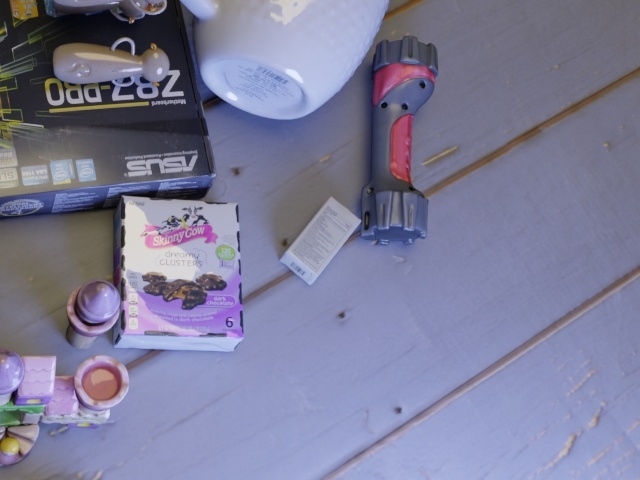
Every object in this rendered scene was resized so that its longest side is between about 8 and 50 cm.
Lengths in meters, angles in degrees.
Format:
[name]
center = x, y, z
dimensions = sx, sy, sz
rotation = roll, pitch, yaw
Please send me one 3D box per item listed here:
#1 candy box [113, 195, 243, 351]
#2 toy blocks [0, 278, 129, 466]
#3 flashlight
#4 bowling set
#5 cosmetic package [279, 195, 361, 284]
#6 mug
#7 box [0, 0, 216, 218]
[candy box]
center = -0.193, 0.045, 1.784
dimensions = 0.165, 0.070, 0.196
rotation = 3, 69, -17
[toy blocks]
center = -0.364, 0.191, 1.565
dimensions = 0.288, 0.260, 0.309
rotation = 0, 69, -19
[flashlight]
center = 0.123, -0.146, 1.951
dimensions = 0.103, 0.103, 0.304
rotation = 17, 64, -37
[bowling set]
center = -0.278, -0.365, 1.751
dimensions = 0.154, 0.287, 0.200
rotation = -1, 40, -8
[cosmetic package]
center = 0.000, 0.000, 1.883
dimensions = 0.060, 0.041, 0.115
rotation = 40, 63, 0
[mug]
center = -0.077, -0.374, 1.855
dimensions = 0.374, 0.276, 0.328
rotation = 31, 65, -32
[box]
center = -0.366, -0.195, 1.807
dimensions = 0.395, 0.097, 0.318
rotation = -6, 72, -19
